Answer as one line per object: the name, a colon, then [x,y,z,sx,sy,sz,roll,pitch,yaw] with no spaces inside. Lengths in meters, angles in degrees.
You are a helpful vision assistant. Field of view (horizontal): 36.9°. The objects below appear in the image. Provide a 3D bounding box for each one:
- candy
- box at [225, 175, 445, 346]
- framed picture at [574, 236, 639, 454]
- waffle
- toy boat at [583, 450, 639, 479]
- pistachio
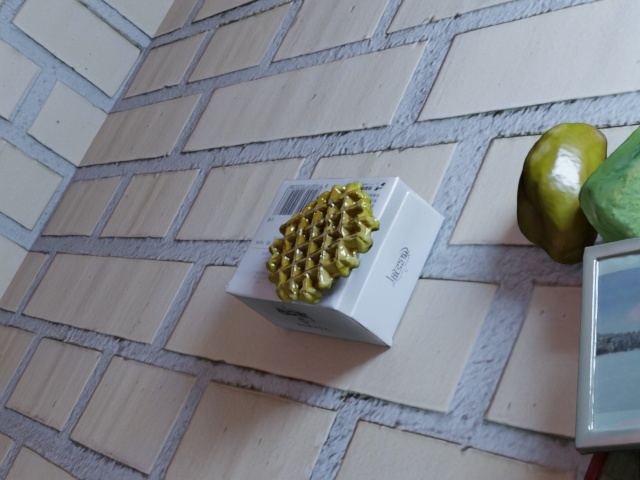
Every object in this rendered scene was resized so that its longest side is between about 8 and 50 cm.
candy: [0.415,-0.118,0.966,0.343,0.132,0.142,-45,-11,11]
box: [0.017,0.023,1.369,0.274,0.116,0.203,2,61,53]
framed picture: [0.359,0.072,0.818,0.289,0.016,0.213,-13,51,35]
waffle: [-0.001,0.004,1.263,0.191,0.038,0.191,-32,40,31]
toy boat: [0.331,0.156,0.842,0.392,0.079,0.136,-57,33,-6]
pistachio: [0.275,-0.062,1.111,0.100,0.110,0.189,4,61,28]
